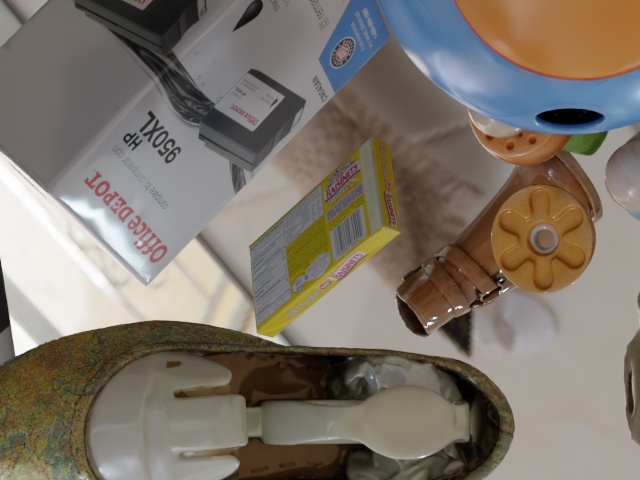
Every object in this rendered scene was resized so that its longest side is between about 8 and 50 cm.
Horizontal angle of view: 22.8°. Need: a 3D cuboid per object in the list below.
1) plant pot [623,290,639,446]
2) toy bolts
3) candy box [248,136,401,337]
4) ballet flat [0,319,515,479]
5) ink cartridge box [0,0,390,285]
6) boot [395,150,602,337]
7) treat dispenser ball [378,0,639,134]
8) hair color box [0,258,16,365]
[{"bbox_3d":[0.500,0.141,1.682,0.305,0.334,0.334,7,-149,-8],"label":"plant pot"},{"bbox_3d":[0.226,-0.047,1.388,0.228,0.158,0.218,14,-82,30],"label":"toy bolts"},{"bbox_3d":[0.000,0.000,1.511,0.206,0.027,0.105,-40,-139,40],"label":"candy box"},{"bbox_3d":[-0.037,0.110,0.959,0.123,0.348,0.123,-177,-90,-66],"label":"ballet flat"},{"bbox_3d":[-0.141,-0.179,1.639,0.395,0.285,0.166,-46,-115,-6],"label":"ink cartridge box"},{"bbox_3d":[0.177,0.000,1.708,0.220,0.109,0.283,-33,169,-10],"label":"boot"},{"bbox_3d":[0.175,-0.219,1.110,0.288,0.288,0.288,-28,-150,18],"label":"treat dispenser ball"},{"bbox_3d":[-0.360,0.108,1.347,0.114,0.185,0.374,-18,-102,35],"label":"hair color box"}]
